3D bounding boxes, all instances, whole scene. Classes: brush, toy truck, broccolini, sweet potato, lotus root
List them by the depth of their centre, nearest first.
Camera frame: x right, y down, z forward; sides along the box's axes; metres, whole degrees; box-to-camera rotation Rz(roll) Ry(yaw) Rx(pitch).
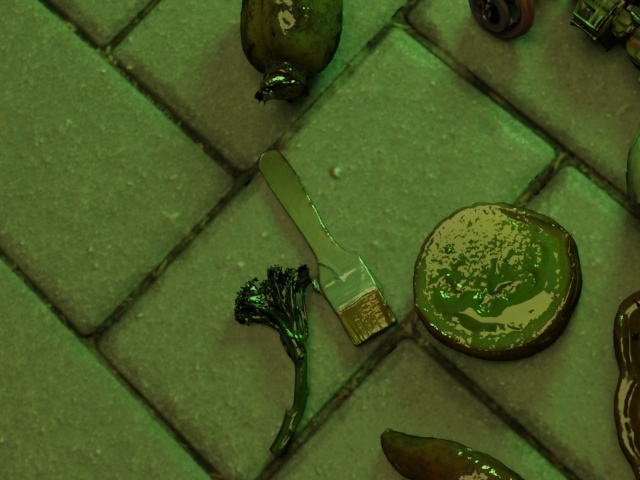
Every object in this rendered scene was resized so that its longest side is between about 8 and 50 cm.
[{"bbox_3d":[0.197,0.316,1.796,0.292,0.097,0.097,35,84,26],"label":"sweet potato"},{"bbox_3d":[0.430,-0.309,1.931,0.127,0.127,0.257,-47,66,12],"label":"toy truck"},{"bbox_3d":[-0.074,0.166,1.943,0.123,0.062,0.272,-8,73,35],"label":"broccolini"},{"bbox_3d":[0.000,0.000,1.992,0.085,0.020,0.337,-32,66,4],"label":"brush"},{"bbox_3d":[-0.043,-0.309,2.044,0.154,0.154,0.278,-2,71,14],"label":"lotus root"}]

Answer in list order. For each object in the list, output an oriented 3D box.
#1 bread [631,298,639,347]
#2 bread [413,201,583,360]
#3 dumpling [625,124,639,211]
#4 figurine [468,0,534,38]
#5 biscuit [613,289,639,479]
[{"bbox_3d":[0.560,0.081,1.648,0.279,0.207,0.279,-44,65,-7],"label":"bread"},{"bbox_3d":[0.240,0.054,1.883,0.236,0.070,0.236,-5,70,14],"label":"bread"},{"bbox_3d":[0.482,-0.077,1.834,0.172,0.142,0.247,28,51,-12],"label":"dumpling"},{"bbox_3d":[0.283,-0.376,1.995,0.114,0.126,0.157,37,84,-21],"label":"figurine"},{"bbox_3d":[0.529,0.210,1.760,0.358,0.074,0.381,15,73,21],"label":"biscuit"}]
